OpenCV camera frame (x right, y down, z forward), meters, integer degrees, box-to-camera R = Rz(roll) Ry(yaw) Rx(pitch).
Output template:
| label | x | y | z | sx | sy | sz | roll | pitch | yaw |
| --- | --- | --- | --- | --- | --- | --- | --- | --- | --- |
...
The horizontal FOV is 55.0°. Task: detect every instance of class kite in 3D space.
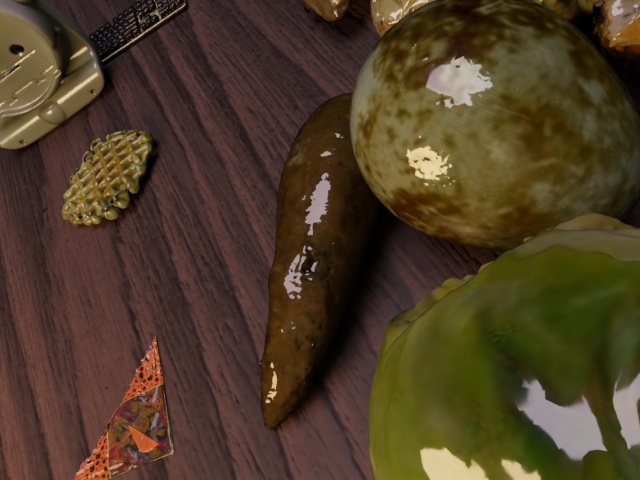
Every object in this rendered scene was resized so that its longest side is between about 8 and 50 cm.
| label | x | y | z | sx | sy | sz | roll | pitch | yaw |
| --- | --- | --- | --- | --- | --- | --- | --- | --- | --- |
| kite | -0.222 | 0.236 | 0.760 | 0.125 | 0.008 | 0.222 | 16 | 72 | 33 |

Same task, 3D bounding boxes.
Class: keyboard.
| label | x | y | z | sx | sy | sz | roll | pitch | yaw |
| --- | --- | --- | --- | --- | --- | --- | --- | --- | --- |
| keyboard | -0.405 | -0.416 | 1.231 | 0.317 | 0.027 | 0.106 | -30 | 53 | 12 |

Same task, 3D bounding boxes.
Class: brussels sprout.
| label | x | y | z | sx | sy | sz | roll | pitch | yaw |
| --- | --- | --- | --- | --- | --- | --- | --- | --- | --- |
| brussels sprout | 0.192 | 0.113 | 0.430 | 0.344 | 0.268 | 0.344 | -17 | 53 | 25 |

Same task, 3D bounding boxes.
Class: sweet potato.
| label | x | y | z | sx | sy | sz | roll | pitch | yaw |
| --- | --- | --- | --- | --- | --- | --- | --- | --- | --- |
| sweet potato | 0.001 | 0.001 | 0.701 | 0.131 | 0.130 | 0.422 | 1 | 68 | 30 |

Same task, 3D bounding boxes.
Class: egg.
| label | x | y | z | sx | sy | sz | roll | pitch | yaw |
| --- | --- | --- | --- | --- | --- | --- | --- | --- | --- |
| egg | 0.167 | -0.107 | 0.597 | 0.289 | 0.238 | 0.238 | 28 | 78 | 19 |

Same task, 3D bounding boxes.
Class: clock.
| label | x | y | z | sx | sy | sz | roll | pitch | yaw |
| --- | --- | --- | --- | --- | --- | --- | --- | --- | --- |
| clock | -0.578 | -0.329 | 1.087 | 0.265 | 0.324 | 0.108 | -31 | 52 | 12 |

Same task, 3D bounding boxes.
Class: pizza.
| label | x | y | z | sx | sy | sz | roll | pitch | yaw |
| --- | --- | --- | --- | --- | --- | --- | --- | --- | --- |
| pizza | 0.357 | -0.177 | 0.543 | 0.161 | 0.306 | 0.085 | -169 | 73 | -65 |

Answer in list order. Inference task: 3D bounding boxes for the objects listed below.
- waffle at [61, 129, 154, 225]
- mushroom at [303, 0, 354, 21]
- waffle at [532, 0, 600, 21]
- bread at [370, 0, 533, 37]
| label | x | y | z | sx | sy | sz | roll | pitch | yaw |
| --- | --- | --- | --- | --- | --- | --- | --- | --- | --- |
| waffle | -0.353 | -0.107 | 1.015 | 0.169 | 0.036 | 0.183 | 0 | 61 | 32 |
| mushroom | 0.041 | -0.465 | 0.909 | 0.217 | 0.212 | 0.292 | -30 | 58 | 1 |
| waffle | 0.365 | -0.297 | 0.623 | 0.329 | 0.062 | 0.329 | -20 | 18 | 7 |
| bread | 0.182 | -0.328 | 0.797 | 0.236 | 0.106 | 0.140 | -24 | 53 | 16 |
